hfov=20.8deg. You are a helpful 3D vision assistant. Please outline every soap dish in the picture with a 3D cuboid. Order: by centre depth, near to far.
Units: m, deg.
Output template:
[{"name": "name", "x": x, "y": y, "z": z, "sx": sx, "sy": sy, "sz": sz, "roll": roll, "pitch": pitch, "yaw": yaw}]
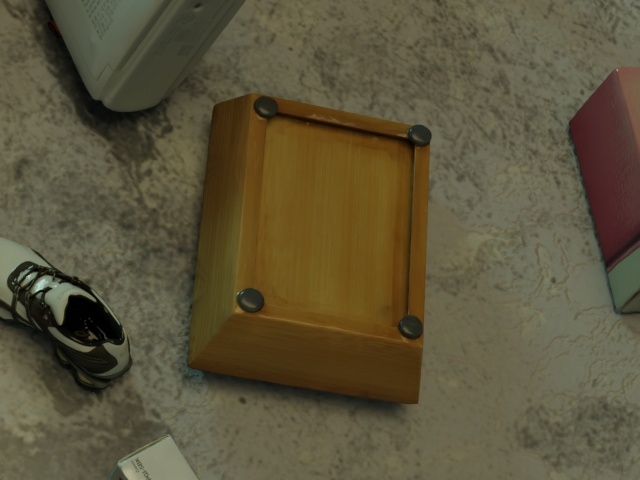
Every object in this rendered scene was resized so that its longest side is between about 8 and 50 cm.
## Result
[{"name": "soap dish", "x": 0.000, "y": 0.000, "z": 1.686, "sx": 0.228, "sy": 0.118, "sz": 0.291, "roll": 11, "pitch": 61, "yaw": -13}]

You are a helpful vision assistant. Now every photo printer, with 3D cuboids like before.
[{"name": "photo printer", "x": -0.189, "y": -0.320, "z": 1.698, "sx": 0.107, "sy": 0.256, "sz": 0.308, "roll": -5, "pitch": 58, "yaw": -43}]

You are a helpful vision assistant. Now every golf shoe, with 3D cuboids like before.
[{"name": "golf shoe", "x": -0.248, "y": 0.048, "z": 1.594, "sx": 0.198, "sy": 0.094, "sz": 0.077, "roll": 36, "pitch": 60, "yaw": 3}]

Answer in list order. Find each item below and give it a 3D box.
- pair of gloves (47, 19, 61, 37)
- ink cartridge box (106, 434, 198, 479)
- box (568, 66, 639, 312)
[{"name": "pair of gloves", "x": -0.228, "y": -0.208, "z": 1.775, "sx": 0.074, "sy": 0.010, "sz": 0.083, "roll": -34, "pitch": 77, "yaw": -31}, {"name": "ink cartridge box", "x": -0.141, "y": 0.241, "z": 1.508, "sx": 0.056, "sy": 0.135, "sz": 0.099, "roll": -27, "pitch": 76, "yaw": -28}, {"name": "box", "x": 0.374, "y": -0.054, "z": 1.833, "sx": 0.148, "sy": 0.127, "sz": 0.232, "roll": -2, "pitch": 65, "yaw": -20}]
